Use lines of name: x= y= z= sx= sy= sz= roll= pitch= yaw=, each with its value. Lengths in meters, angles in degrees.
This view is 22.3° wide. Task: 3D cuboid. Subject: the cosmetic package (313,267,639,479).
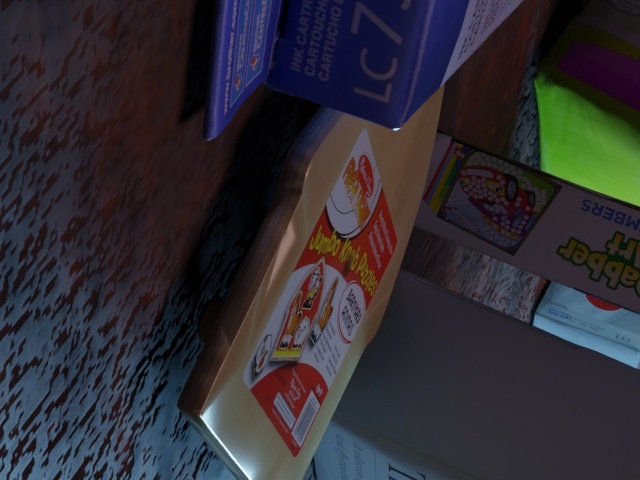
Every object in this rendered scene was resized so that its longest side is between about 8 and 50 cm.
cosmetic package: x=0.146 y=0.190 z=0.901 sx=0.097 sy=0.284 sz=0.377 roll=-61 pitch=162 yaw=-26

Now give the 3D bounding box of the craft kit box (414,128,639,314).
craft kit box: x=0.186 y=0.016 z=0.884 sx=0.061 sy=0.247 sz=0.250 roll=-67 pitch=164 yaw=4

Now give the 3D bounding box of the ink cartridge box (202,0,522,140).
ink cartridge box: x=0.058 y=-0.163 z=0.579 sx=0.311 sy=0.065 sz=0.185 roll=-43 pitch=150 yaw=-53

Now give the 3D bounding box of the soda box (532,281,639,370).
soda box: x=0.230 y=0.144 z=1.458 sx=0.286 sy=0.098 sz=0.091 roll=94 pitch=22 yaw=-46

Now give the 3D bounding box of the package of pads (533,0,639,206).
package of pads: x=0.255 y=-0.035 z=1.082 sx=0.101 sy=0.229 sz=0.296 roll=-54 pitch=159 yaw=-14

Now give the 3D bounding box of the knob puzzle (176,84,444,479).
knob puzzle: x=0.000 y=0.000 z=0.643 sx=0.213 sy=0.030 sz=0.213 roll=-57 pitch=160 yaw=-35
